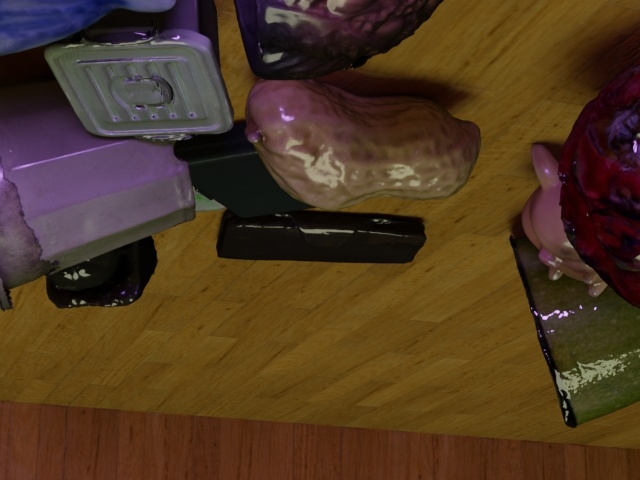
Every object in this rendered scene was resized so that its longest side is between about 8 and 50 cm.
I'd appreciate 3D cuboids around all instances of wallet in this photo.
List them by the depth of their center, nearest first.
[{"bbox_3d":[0.000,0.000,2.316,0.309,0.042,0.165,3,163,-9],"label":"wallet"}]

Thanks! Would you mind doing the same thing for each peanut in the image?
[{"bbox_3d":[0.040,-0.109,1.813,0.291,0.143,0.159,8,137,-21],"label":"peanut"}]

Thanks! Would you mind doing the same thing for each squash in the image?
[{"bbox_3d":[0.468,0.091,2.286,0.308,0.310,0.310,-18,159,6],"label":"squash"}]

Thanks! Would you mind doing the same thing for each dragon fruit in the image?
[{"bbox_3d":[0.419,-0.061,1.702,0.329,0.329,0.329,0,162,0],"label":"dragon fruit"}]

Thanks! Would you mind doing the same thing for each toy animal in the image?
[{"bbox_3d":[0.359,-0.022,2.061,0.166,0.154,0.250,19,173,19],"label":"toy animal"}]

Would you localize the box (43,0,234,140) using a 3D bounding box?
[{"bbox_3d":[-0.177,-0.206,1.538,0.163,0.135,0.243,-2,161,5],"label":"box"}]

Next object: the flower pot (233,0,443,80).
[{"bbox_3d":[0.060,-0.269,1.174,0.267,0.267,0.266,-9,163,-7],"label":"flower pot"}]

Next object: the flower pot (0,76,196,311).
[{"bbox_3d":[-0.284,-0.079,1.725,0.259,0.290,0.290,-14,164,-9],"label":"flower pot"}]

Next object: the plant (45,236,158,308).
[{"bbox_3d":[-0.316,0.015,2.189,0.141,0.164,0.256,-1,177,15],"label":"plant"}]

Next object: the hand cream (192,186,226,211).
[{"bbox_3d":[-0.214,-0.074,2.104,0.079,0.050,0.275,23,176,23],"label":"hand cream"}]

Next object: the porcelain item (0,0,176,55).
[{"bbox_3d":[-0.329,-0.266,1.283,0.405,0.178,0.242,-4,161,6],"label":"porcelain item"}]

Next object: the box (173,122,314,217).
[{"bbox_3d":[-0.087,-0.091,2.020,0.160,0.050,0.230,-8,161,23],"label":"box"}]

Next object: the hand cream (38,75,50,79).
[{"bbox_3d":[-0.354,-0.161,1.838,0.143,0.039,0.061,-21,151,36],"label":"hand cream"}]
